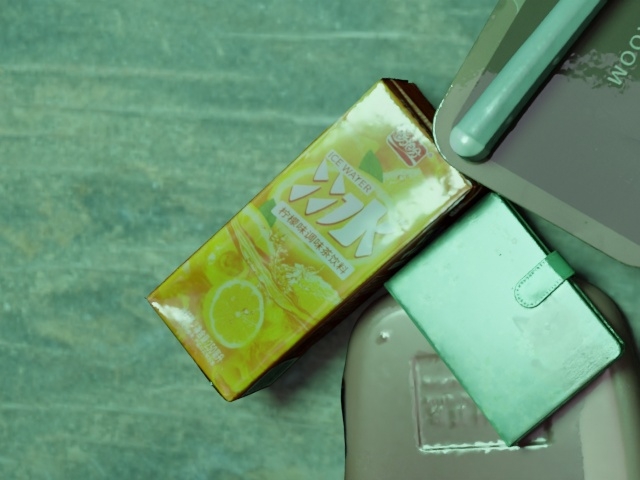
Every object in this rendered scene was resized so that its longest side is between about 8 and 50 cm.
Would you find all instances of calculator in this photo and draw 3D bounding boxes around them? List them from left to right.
[{"bbox_3d":[0.114,0.174,1.096,0.220,0.048,0.330,-7,88,23],"label":"calculator"}]

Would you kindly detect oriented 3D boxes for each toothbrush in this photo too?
[{"bbox_3d":[0.188,-0.187,1.018,0.030,0.025,0.342,38,94,22],"label":"toothbrush"}]

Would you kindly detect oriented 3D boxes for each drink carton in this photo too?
[{"bbox_3d":[0.000,0.000,1.115,0.223,0.071,0.096,-42,79,18],"label":"drink carton"}]

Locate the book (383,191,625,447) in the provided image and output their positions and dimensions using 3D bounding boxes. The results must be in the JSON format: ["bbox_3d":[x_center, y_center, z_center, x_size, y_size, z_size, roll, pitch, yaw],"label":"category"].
[{"bbox_3d":[0.118,0.047,1.067,0.103,0.017,0.135,-42,71,14],"label":"book"}]

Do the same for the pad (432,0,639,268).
[{"bbox_3d":[0.200,-0.130,1.029,0.176,0.002,0.266,31,92,11],"label":"pad"}]
